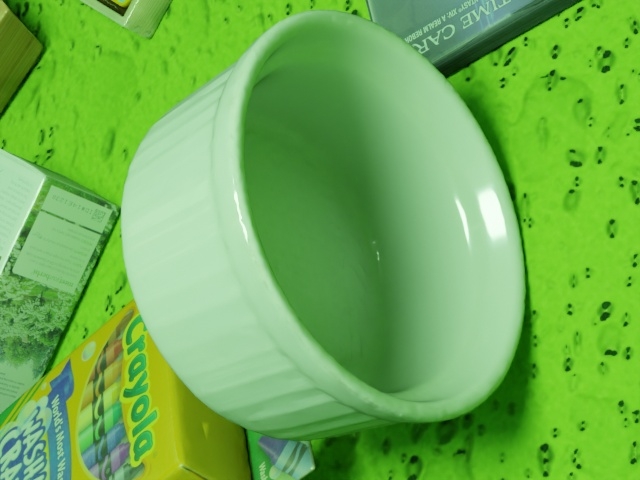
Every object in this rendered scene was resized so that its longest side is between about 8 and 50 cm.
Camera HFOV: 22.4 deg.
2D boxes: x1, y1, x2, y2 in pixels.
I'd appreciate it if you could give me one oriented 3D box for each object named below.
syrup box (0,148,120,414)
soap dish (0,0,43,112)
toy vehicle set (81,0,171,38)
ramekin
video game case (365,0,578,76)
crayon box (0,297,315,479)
[{"bbox_3d":[-0.276,0.050,1.382,0.096,0.093,0.237,27,91,42],"label":"syrup box"},{"bbox_3d":[-0.404,-0.149,1.537,0.291,0.118,0.229,-54,51,12],"label":"soap dish"},{"bbox_3d":[-0.203,-0.307,1.480,0.267,0.035,0.166,34,98,40],"label":"toy vehicle set"},{"bbox_3d":[0.000,0.000,1.075,0.135,0.277,0.277,-23,62,40],"label":"ramekin"},{"bbox_3d":[0.104,-0.267,1.232,0.196,0.026,0.274,-28,61,29],"label":"video game case"},{"bbox_3d":[-0.157,0.169,1.225,0.323,0.083,0.203,-39,36,22],"label":"crayon box"}]
